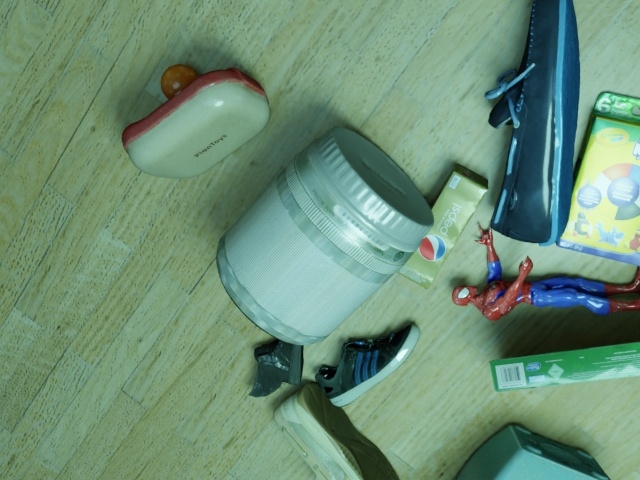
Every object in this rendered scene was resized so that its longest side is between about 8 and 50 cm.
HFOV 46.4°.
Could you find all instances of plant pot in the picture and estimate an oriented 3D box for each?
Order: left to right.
[{"bbox_3d":[0.323,0.437,1.149,0.247,0.247,0.252,21,95,6],"label":"plant pot"}]

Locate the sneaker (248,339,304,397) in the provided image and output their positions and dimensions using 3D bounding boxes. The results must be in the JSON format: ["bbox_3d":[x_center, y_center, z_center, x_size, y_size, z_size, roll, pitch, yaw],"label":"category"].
[{"bbox_3d":[-0.073,0.189,1.256,0.089,0.051,0.170,6,112,6],"label":"sneaker"}]

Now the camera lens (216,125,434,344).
[{"bbox_3d":[0.000,0.000,1.086,0.219,0.219,0.274,44,112,-3],"label":"camera lens"}]

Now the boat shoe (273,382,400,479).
[{"bbox_3d":[0.037,0.386,1.269,0.098,0.109,0.302,-38,90,27],"label":"boat shoe"}]

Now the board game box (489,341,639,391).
[{"bbox_3d":[0.411,0.172,1.053,0.317,0.213,0.046,-10,77,17],"label":"board game box"}]

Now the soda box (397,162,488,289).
[{"bbox_3d":[0.182,-0.021,1.122,0.058,0.061,0.181,29,112,2],"label":"soda box"}]

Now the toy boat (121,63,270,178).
[{"bbox_3d":[-0.200,-0.199,1.131,0.231,0.151,0.151,-31,68,20],"label":"toy boat"}]

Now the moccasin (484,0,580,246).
[{"bbox_3d":[0.277,-0.162,1.005,0.116,0.137,0.342,7,100,30],"label":"moccasin"}]

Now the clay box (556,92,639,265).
[{"bbox_3d":[0.423,-0.085,1.048,0.127,0.053,0.222,13,111,9],"label":"clay box"}]

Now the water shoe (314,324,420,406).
[{"bbox_3d":[0.072,0.192,1.212,0.080,0.073,0.203,46,111,-2],"label":"water shoe"}]

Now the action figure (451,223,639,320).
[{"bbox_3d":[0.329,0.045,1.095,0.280,0.091,0.139,-7,112,14],"label":"action figure"}]
